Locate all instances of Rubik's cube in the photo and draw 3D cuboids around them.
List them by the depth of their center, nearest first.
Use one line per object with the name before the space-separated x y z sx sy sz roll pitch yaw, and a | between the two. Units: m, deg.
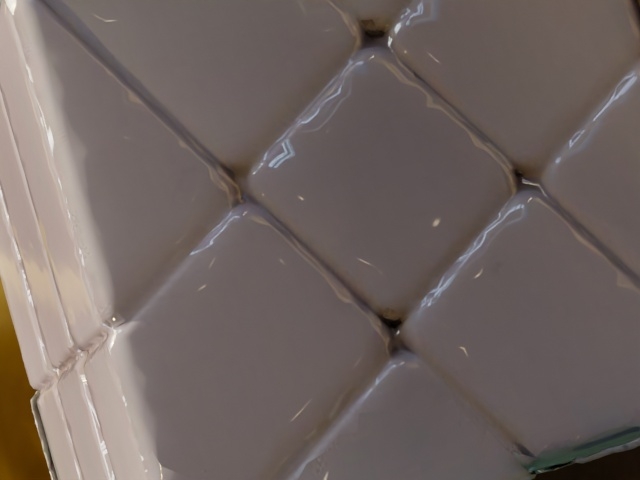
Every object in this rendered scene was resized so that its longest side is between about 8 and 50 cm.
Rubik's cube | 0.000 0.000 0.756 0.231 0.224 0.221 -15 83 -15
